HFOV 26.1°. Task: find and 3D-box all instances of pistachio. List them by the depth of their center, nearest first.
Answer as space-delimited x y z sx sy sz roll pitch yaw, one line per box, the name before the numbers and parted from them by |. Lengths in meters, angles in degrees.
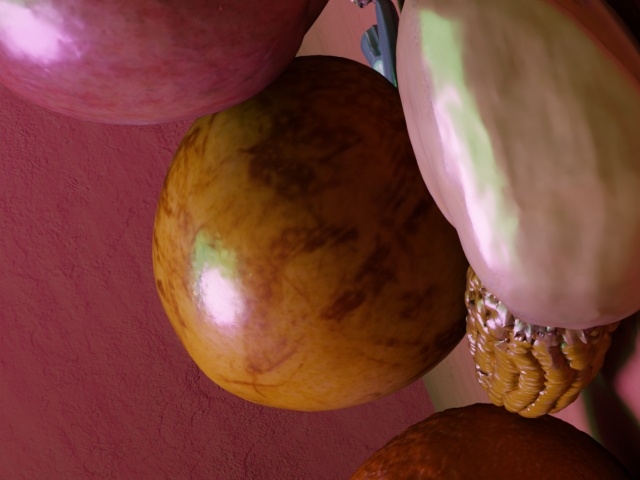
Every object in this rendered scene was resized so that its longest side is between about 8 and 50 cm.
pistachio | 0.114 -0.054 0.666 0.145 0.117 0.201 3 117 44

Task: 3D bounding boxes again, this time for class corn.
corn | 0.157 0.063 0.992 0.318 0.115 0.115 69 176 -69

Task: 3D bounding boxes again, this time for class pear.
pear | 0.000 0.000 1.077 0.281 0.280 0.281 155 90 -88

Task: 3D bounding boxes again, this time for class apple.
apple | -0.093 -0.235 0.943 0.269 0.345 0.345 26 161 22

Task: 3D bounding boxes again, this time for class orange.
orange | 0.157 0.318 1.145 0.322 0.322 0.357 67 176 -47

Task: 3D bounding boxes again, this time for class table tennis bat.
table tennis bat | 0.067 -0.159 1.294 0.237 0.038 0.149 -101 0 -70

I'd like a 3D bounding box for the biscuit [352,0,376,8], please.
biscuit | -0.005 -0.335 1.319 0.147 0.046 0.250 65 178 -41
